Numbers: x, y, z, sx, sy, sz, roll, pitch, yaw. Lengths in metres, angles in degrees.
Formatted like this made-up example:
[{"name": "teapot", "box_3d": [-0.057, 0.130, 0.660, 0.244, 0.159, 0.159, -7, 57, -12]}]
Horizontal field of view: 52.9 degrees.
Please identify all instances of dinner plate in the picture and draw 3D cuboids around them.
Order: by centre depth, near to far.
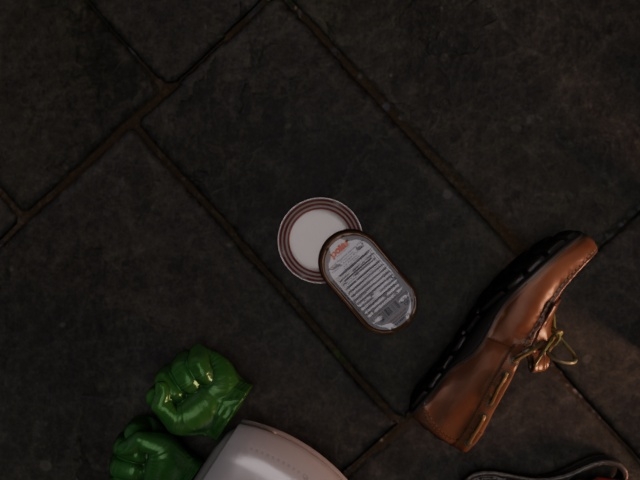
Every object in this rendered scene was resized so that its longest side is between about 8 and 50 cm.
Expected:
[{"name": "dinner plate", "box_3d": [0.000, 0.000, 1.053, 0.141, 0.017, 0.141, 0, 88, 3]}]

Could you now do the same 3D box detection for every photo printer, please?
[{"name": "photo printer", "box_3d": [-0.100, 0.455, 1.003, 0.256, 0.107, 0.307, 33, 91, 3]}]

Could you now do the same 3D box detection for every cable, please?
[{"name": "cable", "box_3d": [0.367, 0.389, 0.995, 0.287, 0.072, 0.139, 12, 86, 2]}]

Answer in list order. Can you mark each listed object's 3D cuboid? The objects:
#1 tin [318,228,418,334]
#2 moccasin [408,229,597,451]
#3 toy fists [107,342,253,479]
[{"name": "tin", "box_3d": [0.077, 0.066, 1.026, 0.106, 0.040, 0.190, -41, 95, -4]}, {"name": "moccasin", "box_3d": [0.294, 0.153, 0.972, 0.147, 0.139, 0.380, 35, 91, 2]}, {"name": "toy fists", "box_3d": [-0.236, 0.299, 1.021, 0.142, 0.096, 0.279, 32, 92, 4]}]
